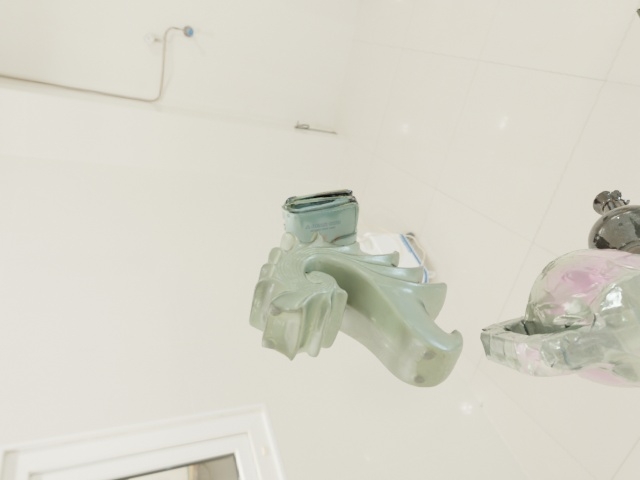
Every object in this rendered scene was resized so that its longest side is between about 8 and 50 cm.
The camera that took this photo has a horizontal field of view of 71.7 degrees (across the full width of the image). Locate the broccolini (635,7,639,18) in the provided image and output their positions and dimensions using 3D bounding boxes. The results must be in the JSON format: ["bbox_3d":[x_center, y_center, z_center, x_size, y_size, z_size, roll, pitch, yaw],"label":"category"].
[{"bbox_3d":[0.414,-0.212,0.479,0.058,0.073,0.201,106,150,-57],"label":"broccolini"}]

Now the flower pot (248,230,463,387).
[{"bbox_3d":[0.065,0.117,0.825,0.254,0.367,0.165,-72,-6,-61],"label":"flower pot"}]

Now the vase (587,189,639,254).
[{"bbox_3d":[0.509,-0.024,0.743,0.120,0.120,0.183,-63,0,39],"label":"vase"}]

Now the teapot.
[{"bbox_3d":[0.314,0.085,0.509,0.178,0.221,0.164,20,-101,-80],"label":"teapot"}]

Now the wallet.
[{"bbox_3d":[0.000,0.000,1.053,0.075,0.176,0.251,-113,17,-45],"label":"wallet"}]
